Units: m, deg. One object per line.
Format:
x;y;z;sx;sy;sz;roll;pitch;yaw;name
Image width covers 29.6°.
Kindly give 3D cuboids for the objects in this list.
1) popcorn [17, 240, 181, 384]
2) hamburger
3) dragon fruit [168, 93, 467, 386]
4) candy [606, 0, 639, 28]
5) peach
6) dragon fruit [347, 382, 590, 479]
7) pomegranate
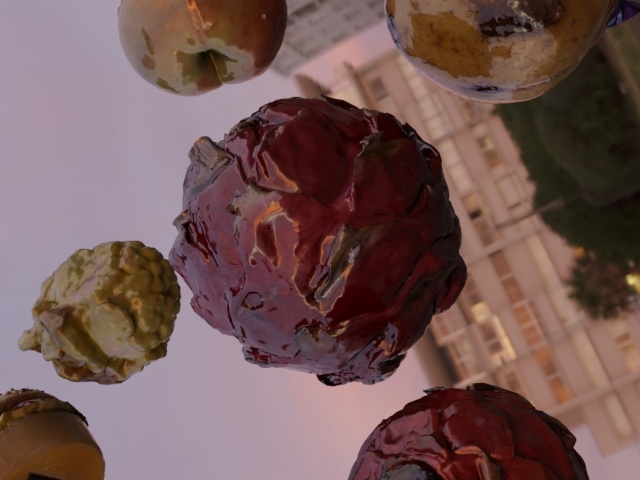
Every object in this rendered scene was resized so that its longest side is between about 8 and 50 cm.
-0.332;0.119;1.899;0.212;0.259;0.259;49;-161;-34;popcorn
-0.483;0.372;1.921;0.176;0.300;0.300;35;179;29;hamburger
0.003;-0.002;1.313;0.329;0.329;0.329;57;-165;-24;dragon fruit
0.335;-0.329;1.726;0.275;0.145;0.070;-18;-62;-38;candy
-0.155;-0.300;1.547;0.232;0.232;0.232;57;-165;-24;peach
0.142;0.252;1.112;0.299;0.244;0.244;-24;-93;-53;dragon fruit
0.199;-0.288;1.333;0.281;0.281;0.281;57;-165;-24;pomegranate
